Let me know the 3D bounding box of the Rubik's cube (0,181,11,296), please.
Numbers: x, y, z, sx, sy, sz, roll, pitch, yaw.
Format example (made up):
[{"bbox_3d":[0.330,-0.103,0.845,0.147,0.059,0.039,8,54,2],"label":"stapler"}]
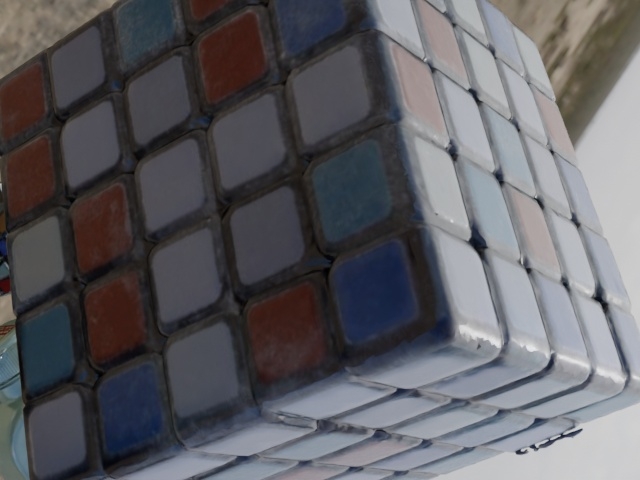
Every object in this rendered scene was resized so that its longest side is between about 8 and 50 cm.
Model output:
[{"bbox_3d":[-0.321,-0.003,1.155,0.112,0.133,0.133,-54,173,-36],"label":"Rubik's cube"}]

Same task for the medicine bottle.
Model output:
[{"bbox_3d":[-0.222,0.176,1.002,0.083,0.229,0.121,-11,-153,45],"label":"medicine bottle"}]

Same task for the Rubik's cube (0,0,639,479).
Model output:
[{"bbox_3d":[0.000,0.000,0.728,0.291,0.293,0.287,-24,154,28],"label":"Rubik's cube"}]
